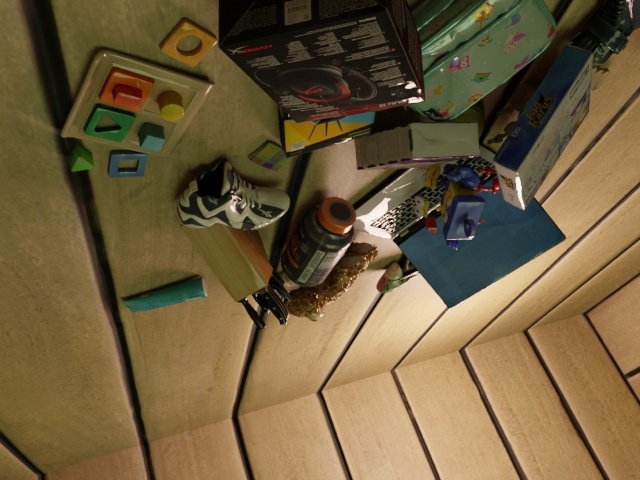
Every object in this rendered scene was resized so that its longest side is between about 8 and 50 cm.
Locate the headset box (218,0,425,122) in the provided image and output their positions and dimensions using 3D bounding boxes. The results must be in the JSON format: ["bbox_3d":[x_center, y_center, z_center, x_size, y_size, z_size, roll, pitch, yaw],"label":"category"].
[{"bbox_3d":[0.021,-0.271,0.813,0.218,0.110,0.293,-5,168,20],"label":"headset box"}]

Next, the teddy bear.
[{"bbox_3d":[0.033,0.127,1.607,0.338,0.113,0.245,-42,-173,16],"label":"teddy bear"}]

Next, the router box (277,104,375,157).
[{"bbox_3d":[0.013,-0.230,1.063,0.179,0.046,0.133,-17,153,-10],"label":"router box"}]

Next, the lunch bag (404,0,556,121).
[{"bbox_3d":[0.239,-0.332,0.974,0.279,0.107,0.224,-36,150,26],"label":"lunch bag"}]

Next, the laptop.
[{"bbox_3d":[0.336,-0.029,1.463,0.382,0.236,0.408,-38,149,28],"label":"laptop"}]

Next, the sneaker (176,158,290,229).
[{"bbox_3d":[-0.160,-0.094,1.133,0.235,0.094,0.153,1,155,-19],"label":"sneaker"}]

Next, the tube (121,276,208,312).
[{"bbox_3d":[-0.393,0.145,1.461,0.207,0.052,0.080,-15,148,-2],"label":"tube"}]

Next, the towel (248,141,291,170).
[{"bbox_3d":[-0.097,-0.167,1.140,0.060,0.009,0.083,-36,151,25],"label":"towel"}]

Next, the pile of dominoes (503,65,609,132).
[{"bbox_3d":[0.529,-0.328,1.298,0.251,0.040,0.196,-9,148,-39],"label":"pile of dominoes"}]

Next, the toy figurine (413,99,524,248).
[{"bbox_3d":[0.335,-0.103,1.242,0.191,0.217,0.362,6,132,-5],"label":"toy figurine"}]

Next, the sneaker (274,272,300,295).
[{"bbox_3d":[-0.095,0.111,1.608,0.134,0.051,0.070,-31,150,16],"label":"sneaker"}]

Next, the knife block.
[{"bbox_3d":[-0.171,0.074,1.272,0.088,0.242,0.276,-29,152,13],"label":"knife block"}]

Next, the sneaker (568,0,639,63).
[{"bbox_3d":[0.530,-0.417,1.056,0.163,0.086,0.226,-41,149,29],"label":"sneaker"}]

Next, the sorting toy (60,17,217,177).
[{"bbox_3d":[-0.283,-0.199,0.903,0.196,0.047,0.348,4,143,-41],"label":"sorting toy"}]

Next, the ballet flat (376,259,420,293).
[{"bbox_3d":[0.274,0.092,1.837,0.222,0.077,0.079,-23,135,-7],"label":"ballet flat"}]

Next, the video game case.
[{"bbox_3d":[0.462,-0.221,1.186,0.269,0.061,0.244,-57,152,0],"label":"video game case"}]

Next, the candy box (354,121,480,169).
[{"bbox_3d":[0.188,-0.186,1.146,0.165,0.070,0.196,-7,-177,-28],"label":"candy box"}]

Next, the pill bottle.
[{"bbox_3d":[0.000,0.000,1.387,0.130,0.130,0.245,-6,149,-29],"label":"pill bottle"}]
